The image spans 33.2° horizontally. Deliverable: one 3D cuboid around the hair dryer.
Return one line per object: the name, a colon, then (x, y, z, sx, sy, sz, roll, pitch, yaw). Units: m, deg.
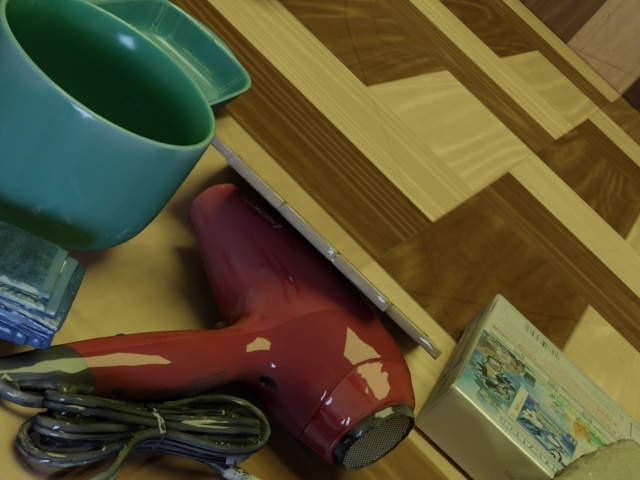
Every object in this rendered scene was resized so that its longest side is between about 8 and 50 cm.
hair dryer: (-0.046, 0.055, 0.549, 0.223, 0.080, 0.293, 34, 25, -17)

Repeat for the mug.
mug: (-0.140, -0.066, 0.585, 0.129, 0.097, 0.158, 19, 30, -39)

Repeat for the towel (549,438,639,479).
towel: (0.202, 0.250, 0.587, 0.187, 0.049, 0.282, -8, 60, -48)

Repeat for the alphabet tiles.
alphabet tiles: (0.000, 0.000, 0.686, 0.198, 0.009, 0.237, 44, 0, 4)

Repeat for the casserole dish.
casserole dish: (-0.122, -0.132, 0.803, 0.114, 0.037, 0.188, 43, 23, 3)

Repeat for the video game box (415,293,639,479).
video game box: (0.173, 0.149, 0.765, 0.205, 0.048, 0.187, 43, 22, 3)

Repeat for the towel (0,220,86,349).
towel: (-0.167, 0.005, 0.482, 0.119, 0.029, 0.067, 23, 26, -11)
